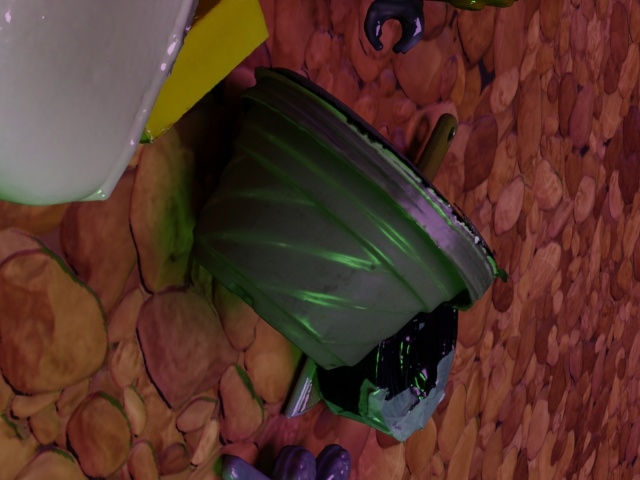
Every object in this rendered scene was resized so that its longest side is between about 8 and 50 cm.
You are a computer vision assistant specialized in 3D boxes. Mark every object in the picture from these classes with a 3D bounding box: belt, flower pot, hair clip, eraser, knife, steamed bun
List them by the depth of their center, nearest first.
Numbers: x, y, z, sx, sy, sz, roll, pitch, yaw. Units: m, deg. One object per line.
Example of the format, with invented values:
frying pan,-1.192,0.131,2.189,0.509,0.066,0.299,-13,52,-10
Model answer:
steamed bun,-0.151,-0.146,0.471,0.164,0.146,0.242,38,67,-59
eraser,-0.105,-0.112,0.602,0.122,0.097,0.045,-50,138,-35
flower pot,0.000,0.000,0.722,0.140,0.235,0.235,-49,143,-3
hair clip,0.007,0.253,0.892,0.278,0.090,0.137,45,53,-53
belt,0.062,0.089,0.894,0.151,0.078,0.198,-48,141,-39
knife,0.048,0.015,0.938,0.343,0.027,0.061,-63,150,-18

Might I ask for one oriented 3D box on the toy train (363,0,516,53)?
toy train,0.107,-0.352,0.794,0.249,0.178,0.429,3,98,-67
